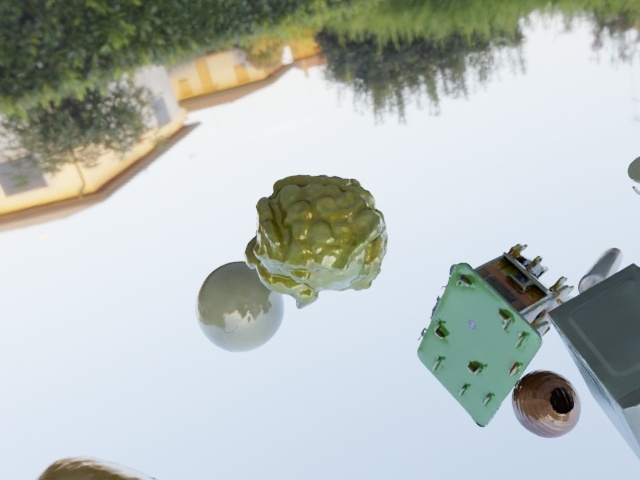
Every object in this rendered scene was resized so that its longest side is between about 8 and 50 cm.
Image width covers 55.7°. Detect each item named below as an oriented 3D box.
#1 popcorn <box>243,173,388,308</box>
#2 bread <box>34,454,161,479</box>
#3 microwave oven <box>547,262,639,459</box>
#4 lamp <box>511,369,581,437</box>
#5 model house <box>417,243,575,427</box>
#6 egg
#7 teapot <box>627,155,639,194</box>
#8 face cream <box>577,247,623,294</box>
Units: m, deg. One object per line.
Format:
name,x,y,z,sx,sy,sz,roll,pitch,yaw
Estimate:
popcorn,0.000,0.000,0.973,0.254,0.195,0.256,-21,160,32
bread,-0.130,0.375,0.515,0.394,0.361,0.250,-7,-139,45
microwave oven,0.533,0.216,0.968,0.181,0.295,0.238,-33,-144,10
lamp,0.456,0.330,1.229,0.136,0.137,0.136,-13,-158,5
model house,0.427,0.194,1.343,0.312,0.358,0.242,-18,-131,-30
egg,-0.196,0.163,1.481,0.218,0.269,0.219,0,-123,1
teapot,0.623,-0.117,1.152,0.067,0.083,0.057,-53,-140,12
face cream,0.642,0.076,1.384,0.057,0.084,0.198,39,-145,21
